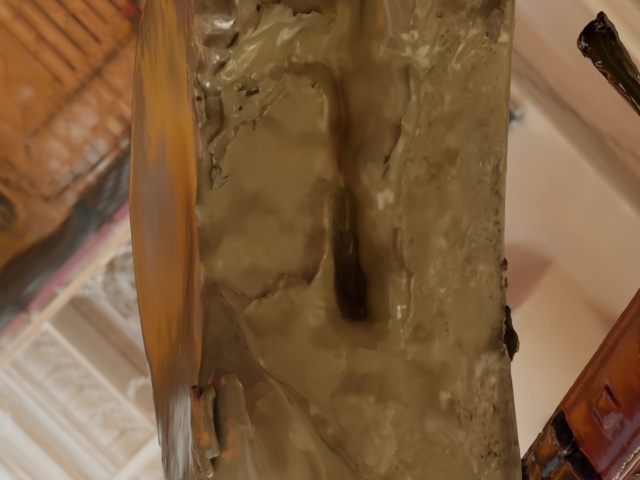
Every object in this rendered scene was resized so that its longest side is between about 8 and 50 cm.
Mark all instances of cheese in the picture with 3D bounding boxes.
[{"bbox_3d":[0.000,0.000,0.529,0.127,0.266,0.233,-4,176,-9],"label":"cheese"}]

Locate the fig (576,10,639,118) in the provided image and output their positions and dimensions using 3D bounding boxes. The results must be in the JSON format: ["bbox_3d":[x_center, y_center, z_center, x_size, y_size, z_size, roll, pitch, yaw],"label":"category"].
[{"bbox_3d":[0.235,-0.073,0.621,0.186,0.148,0.142,-30,-173,-6],"label":"fig"}]

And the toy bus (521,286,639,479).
[{"bbox_3d":[0.163,0.080,0.721,0.096,0.073,0.235,-12,149,-25],"label":"toy bus"}]
